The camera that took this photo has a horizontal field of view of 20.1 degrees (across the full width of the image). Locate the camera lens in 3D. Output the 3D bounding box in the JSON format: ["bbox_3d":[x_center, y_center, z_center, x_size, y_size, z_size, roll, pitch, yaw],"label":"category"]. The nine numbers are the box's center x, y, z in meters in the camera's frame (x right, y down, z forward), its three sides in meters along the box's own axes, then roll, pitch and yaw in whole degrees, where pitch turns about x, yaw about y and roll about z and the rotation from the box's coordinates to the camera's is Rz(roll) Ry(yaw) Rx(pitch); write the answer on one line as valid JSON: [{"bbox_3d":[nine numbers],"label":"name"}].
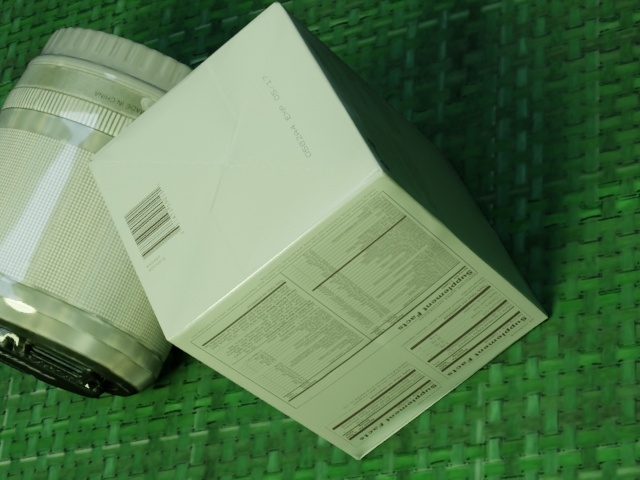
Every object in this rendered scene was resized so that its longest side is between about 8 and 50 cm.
[{"bbox_3d":[-0.199,-0.017,1.556,0.219,0.219,0.274,14,74,39],"label":"camera lens"}]

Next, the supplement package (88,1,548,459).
[{"bbox_3d":[0.000,0.000,1.381,0.198,0.263,0.199,-39,50,12],"label":"supplement package"}]
